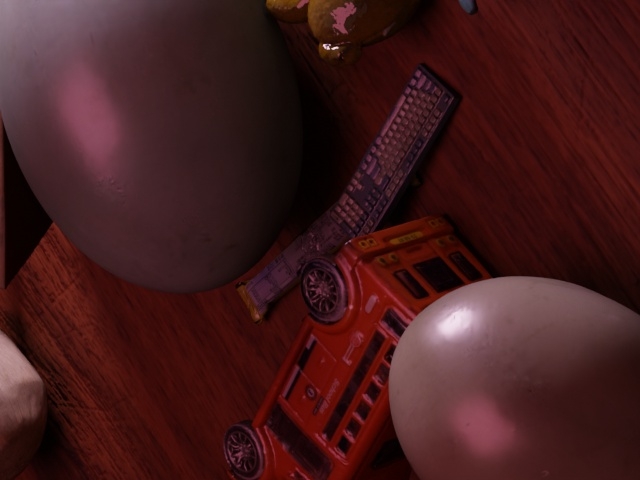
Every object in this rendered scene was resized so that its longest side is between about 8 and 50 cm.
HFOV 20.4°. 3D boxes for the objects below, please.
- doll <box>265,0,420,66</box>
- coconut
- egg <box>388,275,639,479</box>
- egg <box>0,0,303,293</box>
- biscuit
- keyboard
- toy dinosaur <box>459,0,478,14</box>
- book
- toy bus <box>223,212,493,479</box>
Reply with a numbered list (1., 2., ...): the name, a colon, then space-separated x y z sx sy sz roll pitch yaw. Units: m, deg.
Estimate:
1. doll: 0.017 -0.239 1.608 0.137 0.097 0.209 -48 47 10
2. coconut: -0.439 0.197 2.130 0.224 0.224 0.224 17 115 42
3. egg: 0.184 0.142 1.442 0.269 0.219 0.219 32 131 -3
4. egg: -0.161 -0.139 1.669 0.276 0.276 0.389 -25 83 47
5. biscuit: 0.000 0.000 1.731 0.292 0.026 0.048 -41 70 44
6. keyboard: 0.066 -0.075 1.623 0.055 0.014 0.176 47 120 31
7. toy dinosaur: 0.080 -0.432 1.471 0.383 0.129 0.331 43 115 19
8. book: -0.303 -0.168 1.852 0.028 0.262 0.374 6 112 6
9. toy bus: 0.037 0.136 1.655 0.153 0.143 0.329 47 130 25
